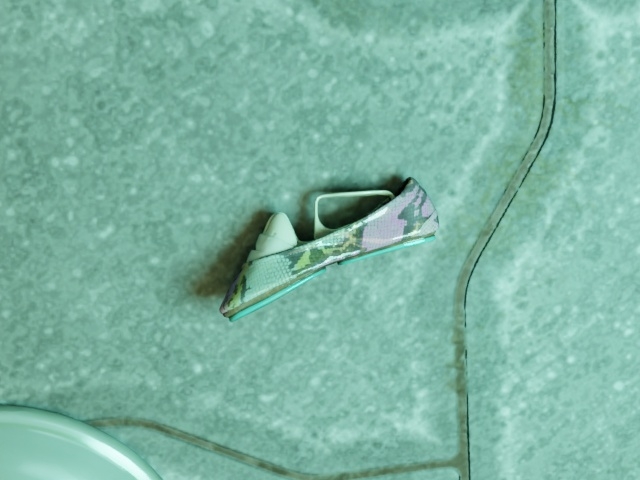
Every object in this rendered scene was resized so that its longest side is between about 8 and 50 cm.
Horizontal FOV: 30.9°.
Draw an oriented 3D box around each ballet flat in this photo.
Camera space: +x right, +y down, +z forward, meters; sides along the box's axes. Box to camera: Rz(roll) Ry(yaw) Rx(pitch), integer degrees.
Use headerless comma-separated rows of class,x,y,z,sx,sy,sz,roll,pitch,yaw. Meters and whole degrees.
ballet flat,0.000,0.000,1.071,0.221,0.077,0.079,-22,92,-4

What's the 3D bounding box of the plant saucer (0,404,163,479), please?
plant saucer,-0.321,0.360,1.136,0.400,0.100,0.400,-3,110,-7
